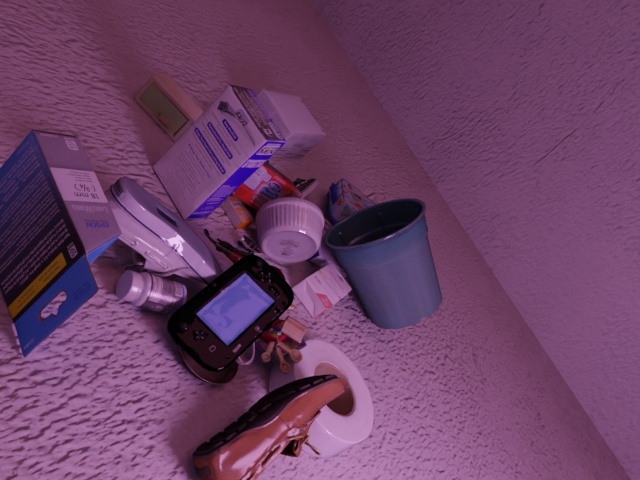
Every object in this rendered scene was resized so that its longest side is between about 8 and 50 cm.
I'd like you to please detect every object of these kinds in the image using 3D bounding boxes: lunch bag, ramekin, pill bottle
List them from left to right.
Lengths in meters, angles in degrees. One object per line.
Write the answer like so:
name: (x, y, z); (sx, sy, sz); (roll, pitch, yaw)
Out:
pill bottle: (-0.371, 0.114, 1.346); (0.137, 0.078, 0.078); (24, 38, -42)
ramekin: (-0.091, -0.023, 1.815); (0.207, 0.207, 0.109); (30, 43, -36)
lunch bag: (0.126, -0.106, 2.301); (0.243, 0.115, 0.303); (36, 18, -16)

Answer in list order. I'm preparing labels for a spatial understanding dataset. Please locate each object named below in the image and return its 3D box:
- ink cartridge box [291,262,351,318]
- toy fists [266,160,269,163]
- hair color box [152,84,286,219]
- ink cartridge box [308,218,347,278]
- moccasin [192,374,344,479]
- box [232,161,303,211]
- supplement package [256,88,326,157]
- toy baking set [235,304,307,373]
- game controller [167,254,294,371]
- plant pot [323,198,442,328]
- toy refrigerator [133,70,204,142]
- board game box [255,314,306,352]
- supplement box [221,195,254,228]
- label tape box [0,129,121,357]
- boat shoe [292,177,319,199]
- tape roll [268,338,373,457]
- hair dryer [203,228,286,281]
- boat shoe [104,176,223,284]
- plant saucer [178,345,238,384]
ink cartridge box: (0.009, 0.151, 1.894); (0.115, 0.067, 0.198); (54, 29, 5)
toy fists: (-0.251, -0.290, 2.008); (0.142, 0.096, 0.279); (11, 46, -53)
hair color box: (-0.273, -0.227, 1.626); (0.185, 0.339, 0.110); (57, 28, 11)
ink cartridge box: (0.000, 0.000, 2.088); (0.224, 0.045, 0.223); (28, 35, -37)
moccasin: (-0.083, 0.406, 1.292); (0.380, 0.139, 0.146); (-30, 95, -46)
box: (-0.193, -0.177, 1.861); (0.257, 0.128, 0.122); (34, 11, -42)
supplement package: (-0.138, -0.435, 2.301); (0.204, 0.145, 0.262); (57, 27, 11)
toy baking set: (-0.138, 0.215, 1.456); (0.256, 0.030, 0.196); (16, 45, -27)
game controller: (-0.196, 0.159, 1.402); (0.166, 0.067, 0.319); (38, 46, 10)
plant pot: (0.229, 0.084, 1.995); (0.341, 0.341, 0.334); (-62, 133, -61)
toy refrigerator: (-0.419, -0.366, 1.835); (0.269, 0.102, 0.094); (47, 27, -9)
board game box: (-0.111, 0.226, 1.548); (0.133, 0.033, 0.168); (1, 21, -19)
supplement box: (-0.248, -0.085, 1.823); (0.098, 0.036, 0.062); (56, 27, 10)
label tape box: (-0.490, 0.006, 1.121); (0.106, 0.241, 0.333); (0, 57, -59)
boat shoe: (-0.068, -0.190, 2.182); (0.070, 0.078, 0.219); (50, 29, -5)
tape roll: (0.005, 0.396, 1.553); (0.286, 0.100, 0.286); (37, 30, -26)
hair dryer: (-0.185, 0.088, 1.632); (0.293, 0.080, 0.224); (42, 15, 23)
boat shoe: (-0.377, 0.021, 1.389); (0.367, 0.156, 0.135); (47, 10, -46)
plant saucer: (-0.260, 0.256, 1.396); (0.168, 0.029, 0.168); (37, 29, -25)
